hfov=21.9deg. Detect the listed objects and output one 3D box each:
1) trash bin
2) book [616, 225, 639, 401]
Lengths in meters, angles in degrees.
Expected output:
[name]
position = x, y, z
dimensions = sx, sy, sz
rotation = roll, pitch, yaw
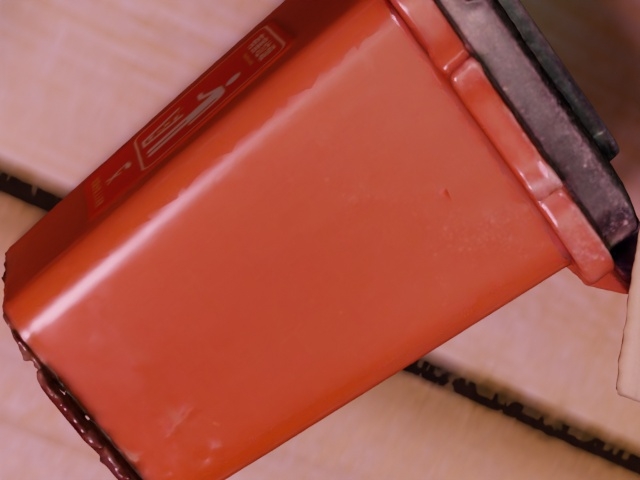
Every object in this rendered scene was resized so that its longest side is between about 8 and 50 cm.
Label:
[trash bin]
position = 0.000, 0.000, 0.692
dimensions = 0.238, 0.161, 0.184
rotation = -39, 107, 1
[book]
position = 0.229, -0.042, 0.736
dimensions = 0.295, 0.020, 0.208
rotation = -3, 102, -48
